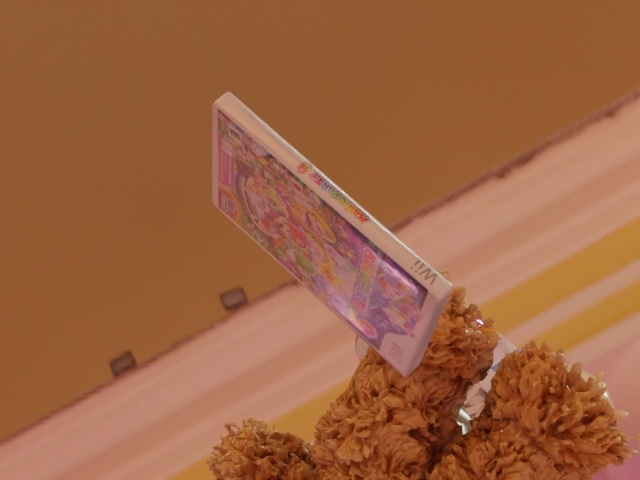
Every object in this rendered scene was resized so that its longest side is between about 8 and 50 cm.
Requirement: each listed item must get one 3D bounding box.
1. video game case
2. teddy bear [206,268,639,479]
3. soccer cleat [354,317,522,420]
[{"bbox_3d":[0.000,0.000,0.498,0.011,0.122,0.087,-42,-16,-22],"label":"video game case"},{"bbox_3d":[0.045,0.176,0.694,0.245,0.113,0.338,44,-59,6],"label":"teddy bear"},{"bbox_3d":[0.183,0.167,1.292,0.331,0.143,0.116,22,-58,-36],"label":"soccer cleat"}]
